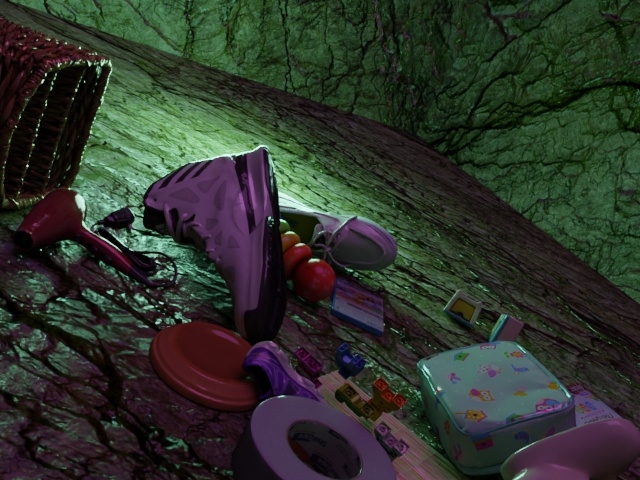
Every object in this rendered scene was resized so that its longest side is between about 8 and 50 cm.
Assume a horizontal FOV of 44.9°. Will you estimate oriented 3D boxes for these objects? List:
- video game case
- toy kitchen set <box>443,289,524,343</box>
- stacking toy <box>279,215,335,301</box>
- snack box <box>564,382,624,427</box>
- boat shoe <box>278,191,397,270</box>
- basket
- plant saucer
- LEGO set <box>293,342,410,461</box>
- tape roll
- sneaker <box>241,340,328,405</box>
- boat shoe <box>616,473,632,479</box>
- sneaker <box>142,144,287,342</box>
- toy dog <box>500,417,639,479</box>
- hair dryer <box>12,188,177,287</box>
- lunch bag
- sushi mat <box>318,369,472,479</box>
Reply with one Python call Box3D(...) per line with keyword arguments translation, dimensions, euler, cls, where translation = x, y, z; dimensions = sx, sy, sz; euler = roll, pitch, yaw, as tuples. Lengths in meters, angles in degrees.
Box3D(translation=(0.080, 0.142, 1.671), dimensions=(0.119, 0.015, 0.166), euler=(25, 20, -5), cls="video game case")
Box3D(translation=(0.356, 0.200, 1.782), dimensions=(0.166, 0.122, 0.207), euler=(31, 0, 11), cls="toy kitchen set")
Box3D(translation=(-0.097, 0.006, 1.634), dimensions=(0.330, 0.141, 0.141), euler=(40, 23, 19), cls="stacking toy")
Box3D(translation=(0.538, 0.379, 1.583), dimensions=(0.207, 0.070, 0.174), euler=(2, 31, -48), cls="snack box")
Box3D(translation=(0.002, -0.008, 1.768), dimensions=(0.367, 0.136, 0.156), euler=(23, 20, -3), cls="boat shoe")
Box3D(translation=(-0.508, -0.200, 1.346), dimensions=(0.223, 0.299, 0.213), euler=(19, 21, -21), cls="basket")
Box3D(translation=(-0.166, 0.187, 1.209), dimensions=(0.199, 0.037, 0.200), euler=(24, 19, -9), cls="plant saucer")
Box3D(translation=(0.061, 0.253, 1.228), dimensions=(0.087, 0.093, 0.227), euler=(-34, 64, -32), cls="LEGO set")
Box3D(translation=(-0.009, 0.310, 1.054), dimensions=(0.219, 0.072, 0.219), euler=(24, 19, -9), cls="tape roll")
Box3D(translation=(-0.057, 0.234, 1.175), dimensions=(0.170, 0.068, 0.071), euler=(46, 44, -1), cls="sneaker")
Box3D(translation=(0.417, 0.419, 1.294), dimensions=(0.307, 0.111, 0.104), euler=(27, 22, 34), cls="boat shoe")
Box3D(translation=(-0.205, 0.014, 1.466), dimensions=(0.257, 0.169, 0.448), euler=(-8, 48, 2), cls="sneaker")
Box3D(translation=(0.265, 0.434, 0.772), dimensions=(0.395, 0.285, 0.408), euler=(-7, 34, -7), cls="toy dog")
Box3D(translation=(-0.397, -0.012, 1.348), dimensions=(0.293, 0.080, 0.223), euler=(3, 31, -48), cls="hair dryer")
Box3D(translation=(0.302, 0.280, 1.324), dimensions=(0.223, 0.108, 0.279), euler=(-11, 21, -8), cls="lunch bag")
Box3D(translation=(0.104, 0.322, 1.249), dimensions=(0.316, 0.019, 0.151), euler=(36, 21, 25), cls="sushi mat")
